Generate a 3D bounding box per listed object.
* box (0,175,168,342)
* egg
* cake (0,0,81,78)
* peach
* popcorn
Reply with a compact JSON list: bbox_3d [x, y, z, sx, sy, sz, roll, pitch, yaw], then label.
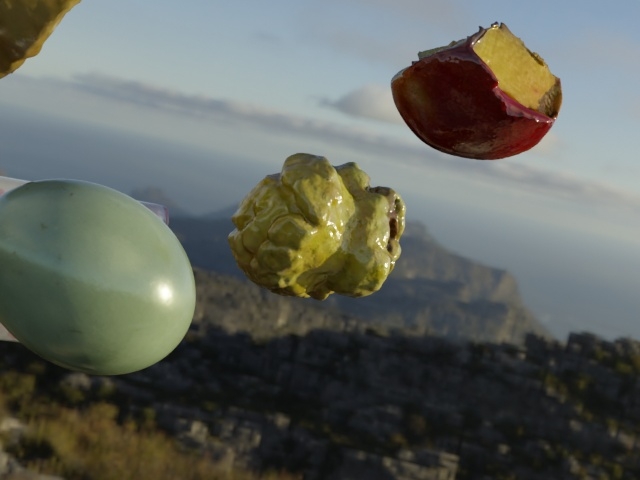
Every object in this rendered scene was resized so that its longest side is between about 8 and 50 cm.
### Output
[{"bbox_3d":[-0.369,0.018,1.332,0.369,0.190,0.112,9,0,-28],"label":"box"},{"bbox_3d":[-0.192,0.029,0.971,0.192,0.149,0.149,32,-3,-21],"label":"egg"},{"bbox_3d":[-0.371,-0.366,1.183,0.321,0.332,0.332,33,-5,-27],"label":"cake"},{"bbox_3d":[0.139,-0.128,1.069,0.151,0.118,0.151,-16,2,0],"label":"peach"},{"bbox_3d":[0.000,0.000,1.447,0.203,0.200,0.226,34,-25,20],"label":"popcorn"}]
